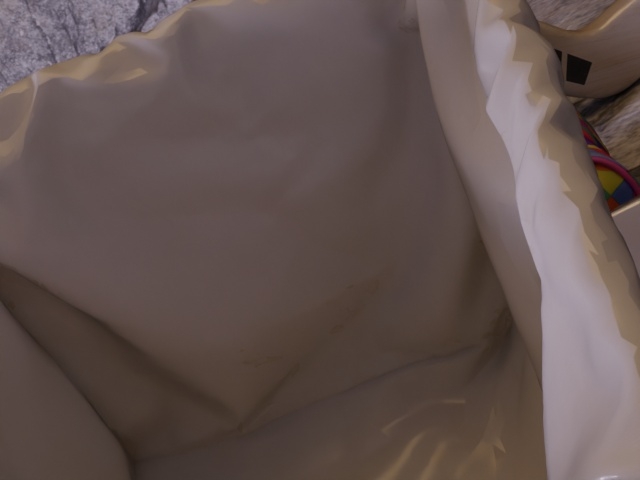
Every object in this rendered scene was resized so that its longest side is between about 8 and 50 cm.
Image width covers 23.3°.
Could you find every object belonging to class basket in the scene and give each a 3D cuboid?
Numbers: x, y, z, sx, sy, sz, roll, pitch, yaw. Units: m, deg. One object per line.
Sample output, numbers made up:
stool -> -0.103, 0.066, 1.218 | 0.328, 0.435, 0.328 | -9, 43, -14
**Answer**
basket -> -0.015, 0.096, 0.645 | 0.331, 0.266, 0.328 | -21, 44, 10

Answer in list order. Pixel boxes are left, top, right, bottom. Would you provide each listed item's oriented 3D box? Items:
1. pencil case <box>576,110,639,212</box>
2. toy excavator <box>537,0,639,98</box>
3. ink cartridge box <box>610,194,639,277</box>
pencil case -> 0.181, -0.049, 1.205 | 0.104, 0.104, 0.236 | -31, 18, 5
toy excavator -> 0.139, -0.156, 1.414 | 0.222, 0.445, 0.432 | -141, 66, -71
ink cartridge box -> 0.246, -0.010, 0.899 | 0.148, 0.086, 0.203 | -28, -4, 13
